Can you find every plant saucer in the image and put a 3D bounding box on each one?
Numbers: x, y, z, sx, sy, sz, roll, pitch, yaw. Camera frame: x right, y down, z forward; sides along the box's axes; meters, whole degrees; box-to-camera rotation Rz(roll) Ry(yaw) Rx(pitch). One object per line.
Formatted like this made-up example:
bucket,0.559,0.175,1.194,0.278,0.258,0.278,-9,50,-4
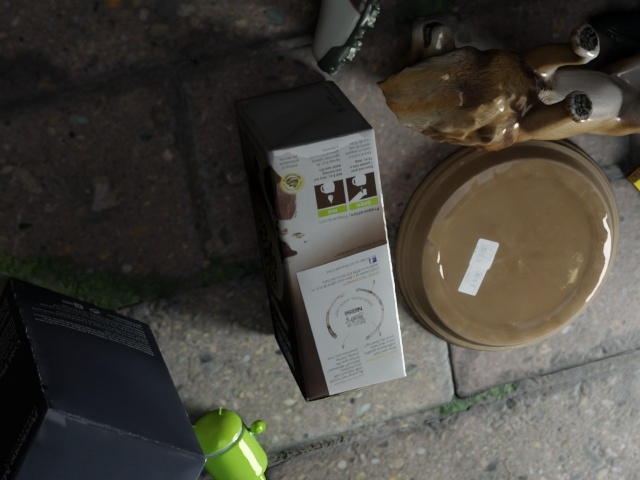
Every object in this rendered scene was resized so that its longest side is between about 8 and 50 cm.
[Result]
plant saucer,0.223,0.010,2.047,0.278,0.041,0.278,-6,115,-13

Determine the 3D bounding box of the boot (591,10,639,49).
boot,0.369,-0.262,1.969,0.121,0.045,0.099,14,110,-28

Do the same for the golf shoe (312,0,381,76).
golf shoe,0.027,-0.310,1.836,0.120,0.105,0.273,18,103,-3

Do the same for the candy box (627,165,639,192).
candy box,0.463,-0.040,2.100,0.105,0.027,0.206,-42,117,8

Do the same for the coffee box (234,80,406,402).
coffee box,0.000,0.000,1.908,0.119,0.168,0.297,-13,115,-10

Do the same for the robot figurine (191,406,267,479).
robot figurine,-0.106,0.243,2.037,0.101,0.067,0.115,-31,117,4

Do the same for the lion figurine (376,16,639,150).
lion figurine,0.275,-0.157,1.922,0.392,0.240,0.142,8,78,-32

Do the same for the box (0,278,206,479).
box,-0.297,0.271,1.859,0.179,0.312,0.343,21,106,-23
